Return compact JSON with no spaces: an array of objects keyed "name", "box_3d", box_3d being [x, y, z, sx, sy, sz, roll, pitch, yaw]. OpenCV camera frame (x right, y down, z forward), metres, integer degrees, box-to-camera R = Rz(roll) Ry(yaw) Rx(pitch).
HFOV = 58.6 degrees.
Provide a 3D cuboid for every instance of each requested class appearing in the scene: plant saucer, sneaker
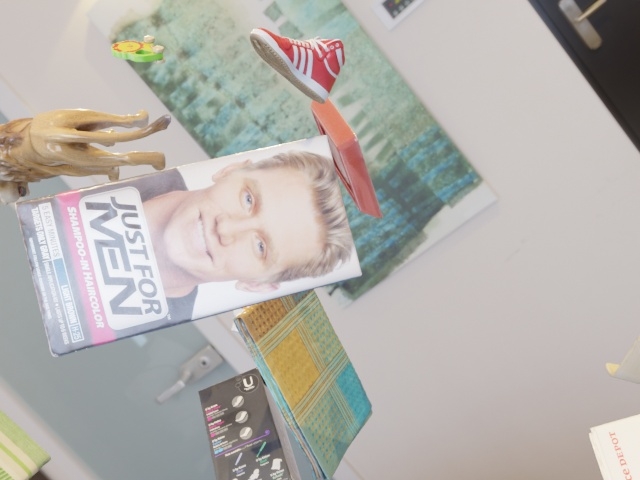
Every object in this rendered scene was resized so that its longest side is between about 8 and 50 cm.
[{"name":"plant saucer","box_3d":[0.055,-0.204,1.371,0.047,0.258,0.259,-25,45,-1]},{"name":"sneaker","box_3d":[-0.020,-0.206,0.611,0.042,0.118,0.067,32,90,45]}]

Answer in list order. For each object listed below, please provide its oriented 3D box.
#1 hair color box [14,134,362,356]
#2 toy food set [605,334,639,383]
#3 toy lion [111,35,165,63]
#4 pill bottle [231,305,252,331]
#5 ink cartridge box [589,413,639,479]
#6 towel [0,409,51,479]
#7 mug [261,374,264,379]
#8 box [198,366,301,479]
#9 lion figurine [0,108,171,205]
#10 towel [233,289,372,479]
[{"name":"hair color box","box_3d":[-0.144,0.002,0.668,0.347,0.174,0.105,-15,0,-10]},{"name":"toy food set","box_3d":[0.687,0.169,1.030,0.092,0.219,0.306,-64,-16,-48]},{"name":"toy lion","box_3d":[-0.387,-0.398,1.199,0.096,0.100,0.034,-19,-46,-25]},{"name":"pill bottle","box_3d":[-0.142,0.140,1.273,0.086,0.086,0.152,-23,45,67]},{"name":"ink cartridge box","box_3d":[0.527,0.328,0.819,0.218,0.092,0.159,-26,32,23]},{"name":"towel","box_3d":[-0.677,0.402,1.047,0.038,0.248,0.325,-47,1,7]},{"name":"mug","box_3d":[-0.120,0.326,1.469,0.062,0.064,0.078,-26,40,55]},{"name":"box","box_3d":[-0.140,0.434,1.188,0.143,0.165,0.270,-22,47,-5]},{"name":"lion figurine","box_3d":[-0.424,-0.157,0.929,0.240,0.142,0.392,0,-8,-39]},{"name":"towel","box_3d":[-0.023,0.272,1.208,0.040,0.370,0.271,-25,5,32]}]
